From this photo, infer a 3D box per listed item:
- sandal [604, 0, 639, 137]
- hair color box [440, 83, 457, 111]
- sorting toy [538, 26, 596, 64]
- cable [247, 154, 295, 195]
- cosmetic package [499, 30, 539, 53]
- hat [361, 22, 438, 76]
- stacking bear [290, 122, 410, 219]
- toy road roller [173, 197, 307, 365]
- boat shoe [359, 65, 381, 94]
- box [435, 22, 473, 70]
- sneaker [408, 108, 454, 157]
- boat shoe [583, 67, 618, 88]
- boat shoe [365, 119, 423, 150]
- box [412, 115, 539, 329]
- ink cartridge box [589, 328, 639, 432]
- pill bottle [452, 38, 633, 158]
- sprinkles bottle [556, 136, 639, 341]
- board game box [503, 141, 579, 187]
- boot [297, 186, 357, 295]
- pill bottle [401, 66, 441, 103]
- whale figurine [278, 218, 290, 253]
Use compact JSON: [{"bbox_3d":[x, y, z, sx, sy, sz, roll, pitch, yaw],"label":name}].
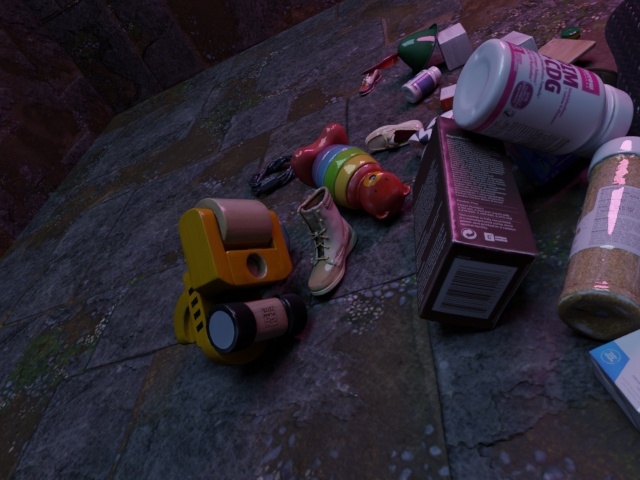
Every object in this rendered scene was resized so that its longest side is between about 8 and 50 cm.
[{"bbox_3d":[0.687,-0.339,0.992,0.167,0.107,0.445,-38,34,55],"label":"sandal"},{"bbox_3d":[0.416,-0.420,1.406,0.141,0.043,0.072,-12,39,28],"label":"hair color box"},{"bbox_3d":[0.619,-0.468,1.306,0.274,0.046,0.132,-38,35,-9],"label":"sorting toy"},{"bbox_3d":[-0.146,-0.215,1.596,0.185,0.047,0.150,-34,29,2],"label":"cable"},{"bbox_3d":[0.527,-0.525,1.381,0.099,0.060,0.239,-24,20,20],"label":"cosmetic package"},{"bbox_3d":[0.264,-0.647,1.632,0.173,0.184,0.208,129,156,-63],"label":"hat"},{"bbox_3d":[0.090,-0.150,1.229,0.175,0.164,0.289,-41,46,-12],"label":"stacking bear"},{"bbox_3d":[-0.201,0.094,1.030,0.241,0.203,0.329,-22,78,37],"label":"toy road roller"},{"bbox_3d":[0.175,-0.575,1.785,0.049,0.043,0.137,10,53,42],"label":"boat shoe"},{"bbox_3d":[0.432,-0.624,1.595,0.087,0.102,0.101,-22,35,18],"label":"box"},{"bbox_3d":[0.343,-0.267,1.228,0.153,0.094,0.235,-48,27,-8],"label":"sneaker"},{"bbox_3d":[0.522,-0.302,1.116,0.307,0.110,0.104,-18,3,-6],"label":"boat shoe"},{"bbox_3d":[0.205,-0.290,1.391,0.170,0.063,0.059,-17,31,19],"label":"boat shoe"},{"bbox_3d":[0.260,-0.047,0.911,0.143,0.191,0.381,9,43,-2],"label":"box"},{"bbox_3d":[0.464,0.158,0.639,0.180,0.060,0.104,-27,34,7],"label":"ink cartridge box"},{"bbox_3d":[0.405,-0.249,0.908,0.283,0.160,0.160,12,35,-14],"label":"pill bottle"},{"bbox_3d":[0.474,-0.015,0.792,0.121,0.121,0.355,1,46,39],"label":"sprinkles bottle"},{"bbox_3d":[0.449,-0.240,1.025,0.160,0.210,0.047,-37,-1,-6],"label":"board game box"},{"bbox_3d":[0.000,0.000,1.100,0.077,0.165,0.213,-5,41,34],"label":"boot"},{"bbox_3d":[0.318,-0.488,1.545,0.120,0.067,0.067,-39,35,-10],"label":"pill bottle"},{"bbox_3d":[-0.189,0.052,1.231,0.272,0.141,0.216,-38,-6,26],"label":"whale figurine"}]
